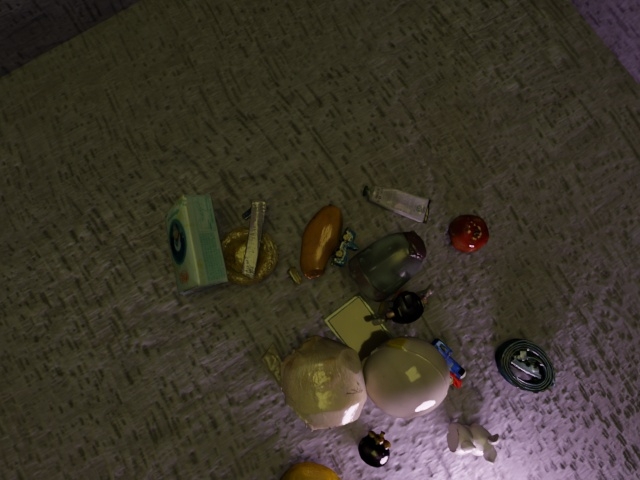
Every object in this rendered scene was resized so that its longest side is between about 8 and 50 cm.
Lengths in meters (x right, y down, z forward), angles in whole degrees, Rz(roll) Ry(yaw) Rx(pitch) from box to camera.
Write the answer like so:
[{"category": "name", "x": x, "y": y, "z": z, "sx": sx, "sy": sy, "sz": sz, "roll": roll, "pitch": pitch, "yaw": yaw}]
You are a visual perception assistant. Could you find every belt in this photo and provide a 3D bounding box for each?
[{"category": "belt", "x": 0.911, "y": 0.559, "z": 1.842, "sx": 0.267, "sy": 0.116, "sz": 0.206, "roll": 40, "pitch": 86, "yaw": 8}]

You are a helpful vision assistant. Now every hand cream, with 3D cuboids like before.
[{"category": "hand cream", "x": 0.365, "y": -0.186, "z": 1.986, "sx": 0.336, "sy": 0.076, "sz": 0.121, "roll": 17, "pitch": 86, "yaw": -4}]

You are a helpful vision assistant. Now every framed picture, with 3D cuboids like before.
[{"category": "framed picture", "x": 0.177, "y": 0.409, "z": 1.904, "sx": 0.217, "sy": 0.017, "sz": 0.274, "roll": -35, "pitch": 83, "yaw": -6}]

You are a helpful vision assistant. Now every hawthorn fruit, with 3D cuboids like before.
[{"category": "hawthorn fruit", "x": 0.680, "y": -0.035, "z": 1.891, "sx": 0.179, "sy": 0.200, "sz": 0.179, "roll": 0, "pitch": 86, "yaw": 2}]

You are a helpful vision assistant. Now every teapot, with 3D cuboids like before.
[{"category": "teapot", "x": 0.317, "y": 0.076, "z": 1.817, "sx": 0.312, "sy": 0.315, "sz": 0.233, "roll": -38, "pitch": 97, "yaw": 22}]

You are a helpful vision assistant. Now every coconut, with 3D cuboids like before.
[{"category": "coconut", "x": 0.006, "y": 0.572, "z": 1.711, "sx": 0.346, "sy": 0.346, "sz": 0.360, "roll": -10, "pitch": 75, "yaw": -3}]

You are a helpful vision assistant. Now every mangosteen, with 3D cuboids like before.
[{"category": "mangosteen", "x": 0.234, "y": 0.881, "z": 1.772, "sx": 0.137, "sy": 0.137, "sz": 0.151, "roll": 25, "pitch": 88, "yaw": 3}]

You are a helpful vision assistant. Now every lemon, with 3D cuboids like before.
[{"category": "lemon", "x": -0.035, "y": 1.039, "z": 1.686, "sx": 0.320, "sy": 0.245, "sz": 0.245, "roll": 13, "pitch": 81, "yaw": 0}]

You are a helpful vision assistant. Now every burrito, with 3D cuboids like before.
[{"category": "burrito", "x": -0.191, "y": 0.574, "z": 1.849, "sx": 0.087, "sy": 0.060, "sz": 0.226, "roll": -30, "pitch": 81, "yaw": -11}]

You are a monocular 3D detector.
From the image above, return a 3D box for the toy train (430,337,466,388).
[{"category": "toy train", "x": 0.556, "y": 0.549, "z": 1.854, "sx": 0.204, "sy": 0.083, "sz": 0.131, "roll": 44, "pitch": 81, "yaw": 5}]

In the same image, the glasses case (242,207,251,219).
[{"category": "glasses case", "x": -0.335, "y": -0.132, "z": 1.980, "sx": 0.083, "sy": 0.023, "sz": 0.033, "roll": -41, "pitch": 79, "yaw": -8}]

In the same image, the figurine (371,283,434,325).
[{"category": "figurine", "x": 0.361, "y": 0.284, "z": 1.796, "sx": 0.143, "sy": 0.308, "sz": 0.308, "roll": 43, "pitch": 83, "yaw": 1}]

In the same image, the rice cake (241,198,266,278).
[{"category": "rice cake", "x": -0.291, "y": -0.011, "z": 1.836, "sx": 0.073, "sy": 0.056, "sz": 0.365, "roll": 7, "pitch": 79, "yaw": -8}]

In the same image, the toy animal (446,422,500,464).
[{"category": "toy animal", "x": 0.645, "y": 0.850, "z": 1.759, "sx": 0.193, "sy": 0.178, "sz": 0.127, "roll": 11, "pitch": 83, "yaw": 3}]

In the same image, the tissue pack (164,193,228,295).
[{"category": "tissue pack", "x": -0.551, "y": 0.026, "z": 1.813, "sx": 0.162, "sy": 0.287, "sz": 0.388, "roll": -7, "pitch": 80, "yaw": -37}]

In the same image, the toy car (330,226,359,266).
[{"category": "toy car", "x": 0.119, "y": 0.042, "z": 1.923, "sx": 0.100, "sy": 0.097, "sz": 0.191, "roll": 23, "pitch": 82, "yaw": -4}]

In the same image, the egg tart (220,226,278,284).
[{"category": "egg tart", "x": -0.332, "y": 0.072, "z": 1.901, "sx": 0.288, "sy": 0.118, "sz": 0.288, "roll": 0, "pitch": 79, "yaw": 0}]

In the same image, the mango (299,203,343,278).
[{"category": "mango", "x": -0.003, "y": 0.001, "z": 1.890, "sx": 0.144, "sy": 0.187, "sz": 0.359, "roll": 31, "pitch": 79, "yaw": -41}]

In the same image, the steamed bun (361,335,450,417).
[{"category": "steamed bun", "x": 0.346, "y": 0.557, "z": 1.707, "sx": 0.334, "sy": 0.374, "sz": 0.334, "roll": 19, "pitch": 47, "yaw": -21}]

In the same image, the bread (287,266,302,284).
[{"category": "bread", "x": -0.118, "y": 0.164, "z": 1.931, "sx": 0.049, "sy": 0.033, "sz": 0.088, "roll": -35, "pitch": 87, "yaw": -20}]
